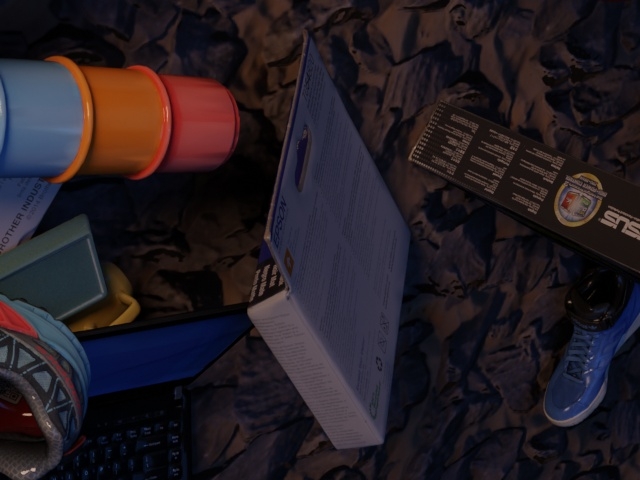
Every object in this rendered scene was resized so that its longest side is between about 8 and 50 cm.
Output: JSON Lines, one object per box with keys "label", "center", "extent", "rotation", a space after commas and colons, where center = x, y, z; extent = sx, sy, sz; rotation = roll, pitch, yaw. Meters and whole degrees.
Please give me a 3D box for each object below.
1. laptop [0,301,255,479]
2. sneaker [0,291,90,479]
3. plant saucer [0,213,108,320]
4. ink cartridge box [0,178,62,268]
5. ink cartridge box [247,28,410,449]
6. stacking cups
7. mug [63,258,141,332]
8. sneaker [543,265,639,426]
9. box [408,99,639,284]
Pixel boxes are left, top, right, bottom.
{"label": "laptop", "center": [-0.159, 0.172, 1.264], "extent": [0.234, 0.136, 0.264], "rotation": [-8, 104, -35]}
{"label": "sneaker", "center": [-0.254, 0.067, 1.035], "extent": [0.262, 0.125, 0.104], "rotation": [18, 114, -18]}
{"label": "plant saucer", "center": [-0.224, 0.052, 1.161], "extent": [0.192, 0.018, 0.067], "rotation": [-29, 128, -26]}
{"label": "ink cartridge box", "center": [-0.305, -0.060, 1.089], "extent": [0.311, 0.065, 0.186], "rotation": [29, 92, -46]}
{"label": "ink cartridge box", "center": [0.000, 0.000, 1.286], "extent": [0.223, 0.045, 0.224], "rotation": [-80, 151, -44]}
{"label": "stacking cups", "center": [-0.185, -0.071, 1.073], "extent": [0.316, 0.096, 0.096], "rotation": [0, 111, -39]}
{"label": "mug", "center": [-0.161, 0.050, 1.253], "extent": [0.064, 0.078, 0.062], "rotation": [-42, 155, -27]}
{"label": "sneaker", "center": [0.238, 0.089, 1.598], "extent": [0.152, 0.058, 0.084], "rotation": [-54, 139, -10]}
{"label": "box", "center": [0.231, -0.011, 1.402], "extent": [0.216, 0.270, 0.060], "rotation": [25, 93, -44]}
